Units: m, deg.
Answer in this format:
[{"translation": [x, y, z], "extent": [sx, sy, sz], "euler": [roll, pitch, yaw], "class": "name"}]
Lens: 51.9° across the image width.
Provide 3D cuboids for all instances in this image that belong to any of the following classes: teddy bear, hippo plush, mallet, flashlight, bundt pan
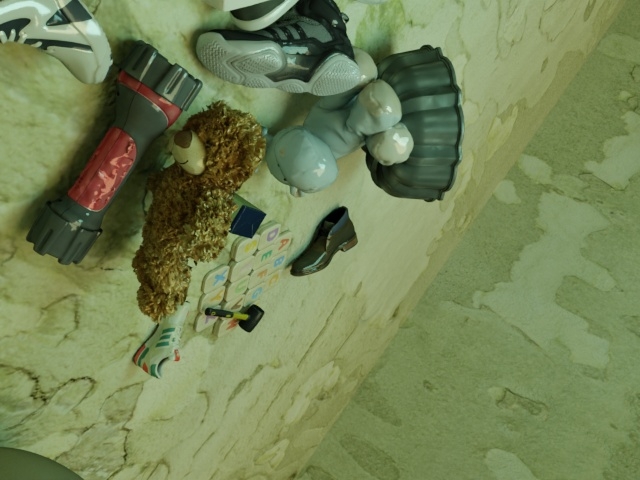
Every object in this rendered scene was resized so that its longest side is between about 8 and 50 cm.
[{"translation": [-0.202, -0.042, 0.946], "extent": [0.113, 0.245, 0.338], "euler": [20, 133, -25], "class": "teddy bear"}, {"translation": [-0.004, -0.212, 1.198], "extent": [0.237, 0.294, 0.234], "euler": [-31, 114, -6], "class": "hippo plush"}, {"translation": [-0.197, 0.173, 1.451], "extent": [0.190, 0.039, 0.062], "euler": [9, 116, -58], "class": "mallet"}, {"translation": [-0.278, -0.110, 0.866], "extent": [0.103, 0.103, 0.304], "euler": [32, 93, -41], "class": "flashlight"}, {"translation": [0.170, -0.238, 1.369], "extent": [0.124, 0.330, 0.330], "euler": [-5, 137, -14], "class": "bundt pan"}]

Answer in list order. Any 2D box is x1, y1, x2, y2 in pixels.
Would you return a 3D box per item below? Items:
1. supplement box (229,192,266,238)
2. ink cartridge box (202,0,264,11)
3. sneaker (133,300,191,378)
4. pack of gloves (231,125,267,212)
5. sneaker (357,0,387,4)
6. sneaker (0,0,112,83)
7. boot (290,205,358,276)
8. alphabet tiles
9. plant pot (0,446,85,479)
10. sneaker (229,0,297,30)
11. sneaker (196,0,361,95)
[{"translation": [-0.160, -0.052, 1.196], "extent": [0.056, 0.083, 0.083], "euler": [-58, 157, 6], "class": "supplement box"}, {"translation": [-0.116, -0.400, 0.656], "extent": [0.115, 0.198, 0.272], "euler": [-34, 149, -41], "class": "ink cartridge box"}, {"translation": [-0.290, 0.197, 1.285], "extent": [0.161, 0.075, 0.057], "euler": [-54, 158, -4], "class": "sneaker"}, {"translation": [-0.130, -0.093, 1.027], "extent": [0.046, 0.232, 0.195], "euler": [22, 99, -24], "class": "pack of gloves"}, {"translation": [0.095, -0.457, 1.107], "extent": [0.105, 0.123, 0.290], "euler": [-63, 158, 12], "class": "sneaker"}, {"translation": [-0.317, -0.214, 0.648], "extent": [0.153, 0.094, 0.235], "euler": [-47, 156, -17], "class": "sneaker"}, {"translation": [0.000, 0.000, 1.636], "extent": [0.219, 0.082, 0.106], "euler": [-34, 128, -33], "class": "boot"}, {"translation": [-0.165, 0.090, 1.464], "extent": [0.278, 0.021, 0.284], "euler": [-30, 146, -47], "class": "alphabet tiles"}, {"translation": [-0.515, 0.426, 0.999], "extent": [0.284, 0.191, 0.284], "euler": [-43, 154, -27], "class": "plant pot"}, {"translation": [-0.035, -0.437, 0.893], "extent": [0.295, 0.105, 0.147], "euler": [-52, 155, -13], "class": "sneaker"}, {"translation": [-0.064, -0.317, 1.011], "extent": [0.269, 0.152, 0.101], "euler": [3, 167, -30], "class": "sneaker"}]
